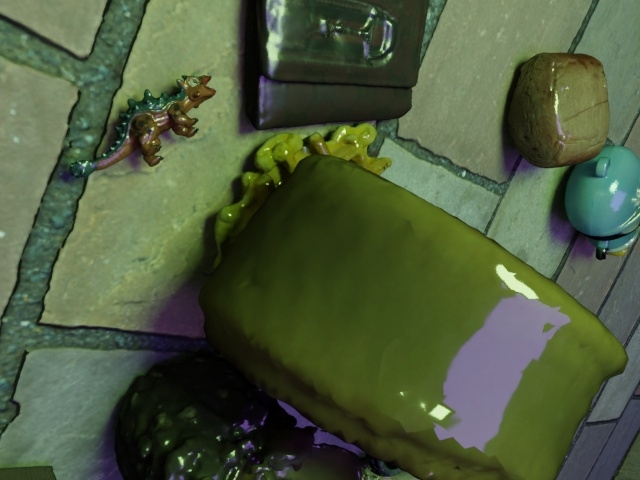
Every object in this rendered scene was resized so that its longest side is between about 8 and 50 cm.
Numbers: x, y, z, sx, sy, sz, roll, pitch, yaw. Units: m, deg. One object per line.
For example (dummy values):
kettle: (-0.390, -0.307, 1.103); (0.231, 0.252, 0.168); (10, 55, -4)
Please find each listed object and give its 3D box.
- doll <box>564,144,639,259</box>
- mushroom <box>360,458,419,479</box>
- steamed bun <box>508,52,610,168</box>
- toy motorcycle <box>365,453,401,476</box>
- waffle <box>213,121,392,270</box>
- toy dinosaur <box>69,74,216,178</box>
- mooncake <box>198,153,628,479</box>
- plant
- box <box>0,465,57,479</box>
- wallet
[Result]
doll: (0.560, -0.070, 0.981); (0.314, 0.141, 0.177); (36, 75, -48)
mushroom: (0.160, 0.417, 0.935); (0.224, 0.092, 0.081); (-12, 161, -31)
steamed bun: (0.362, -0.200, 0.790); (0.145, 0.106, 0.174); (-14, 106, -27)
toy motorcycle: (0.180, 0.313, 0.878); (0.298, 0.089, 0.170); (15, 72, -39)
waffle: (-0.001, 0.009, 0.632); (0.282, 0.058, 0.300); (-13, 118, -35)
toy dinosaur: (-0.155, -0.101, 0.457); (0.154, 0.049, 0.055); (-39, 96, -16)
mooncake: (0.084, 0.092, 0.550); (0.394, 0.393, 0.246); (31, 87, -2)
plant: (-0.111, 0.245, 0.550); (0.204, 0.234, 0.178); (-13, 124, -40)
box: (-0.301, 0.346, 0.426); (0.153, 0.252, 0.188); (18, 98, -43)
wallet: (0.026, -0.214, 0.549); (0.229, 0.049, 0.181); (-12, 117, -35)
